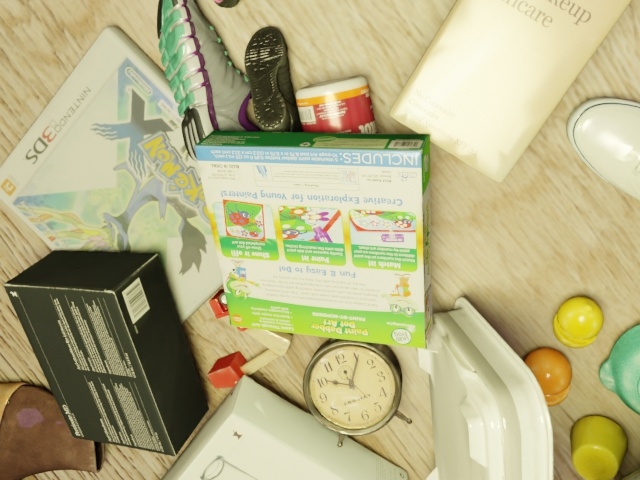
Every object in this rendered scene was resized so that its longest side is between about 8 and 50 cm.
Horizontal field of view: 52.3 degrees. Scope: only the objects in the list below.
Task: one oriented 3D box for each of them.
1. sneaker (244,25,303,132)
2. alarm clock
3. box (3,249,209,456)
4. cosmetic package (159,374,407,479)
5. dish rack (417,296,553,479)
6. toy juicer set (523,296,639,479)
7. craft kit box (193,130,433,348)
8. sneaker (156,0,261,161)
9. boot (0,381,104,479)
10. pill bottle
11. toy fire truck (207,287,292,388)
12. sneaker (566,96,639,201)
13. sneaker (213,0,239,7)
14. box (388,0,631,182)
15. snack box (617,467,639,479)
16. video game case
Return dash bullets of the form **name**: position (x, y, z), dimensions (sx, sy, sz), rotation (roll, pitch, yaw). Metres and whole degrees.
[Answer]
- **sneaker**: position (-0.051, -0.162, 0.779), dimensions (0.051, 0.089, 0.170), rotation (-10, 68, 11)
- **alarm clock**: position (0.037, 0.171, 0.869), dimensions (0.129, 0.064, 0.192), rotation (-21, 97, 12)
- **box**: position (-0.280, 0.149, 0.879), dimensions (0.184, 0.103, 0.261), rotation (0, 118, 22)
- **cosmetic package**: position (-0.098, 0.410, 0.944), dimensions (0.284, 0.097, 0.377), rotation (34, 112, -8)
- **dish rack**: position (0.176, 0.257, 0.748), dimensions (0.073, 0.285, 0.332), rotation (-7, 107, -4)
- **toy juicer set**: position (0.390, 0.130, 0.773), dimensions (0.209, 0.089, 0.329), rotation (50, 120, 7)
- **craft kit box**: position (0.000, 0.000, 0.737), dimensions (0.250, 0.061, 0.246), rotation (5, 119, 17)
- **sneaker**: position (-0.131, -0.205, 0.791), dimensions (0.083, 0.098, 0.223), rotation (-13, 89, 60)
- **boot**: position (-0.444, 0.347, 1.023), dimensions (0.207, 0.090, 0.248), rotation (9, 106, 12)
- **pill bottle**: position (0.027, -0.111, 0.767), dimensions (0.086, 0.086, 0.151), rotation (-8, 107, 15)
- **toy fire truck**: position (-0.082, 0.117, 0.888), dimensions (0.192, 0.047, 0.135), rotation (-20, 103, 17)
- **sneaker**: position (0.384, -0.066, 0.697), dimensions (0.258, 0.091, 0.094), rotation (33, 112, 0)
- **sneaker**: position (-0.112, -0.360, 0.725), dimensions (0.077, 0.072, 0.178), rotation (27, 107, 14)
- **box**: position (0.214, -0.232, 0.664), dimensions (0.148, 0.121, 0.311), rotation (31, 112, 2)
- **snack box**: position (0.385, 0.265, 0.702), dimensions (0.187, 0.322, 0.060), rotation (-39, 62, 22)
- **video game case**: position (-0.246, -0.058, 0.873), dimensions (0.329, 0.036, 0.300), rotation (45, 112, -5)
